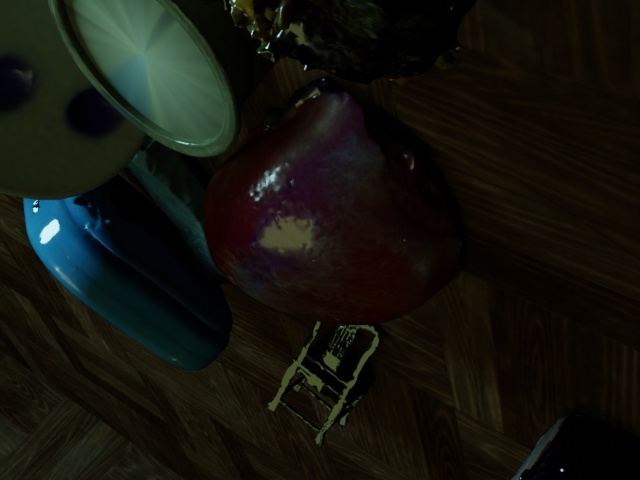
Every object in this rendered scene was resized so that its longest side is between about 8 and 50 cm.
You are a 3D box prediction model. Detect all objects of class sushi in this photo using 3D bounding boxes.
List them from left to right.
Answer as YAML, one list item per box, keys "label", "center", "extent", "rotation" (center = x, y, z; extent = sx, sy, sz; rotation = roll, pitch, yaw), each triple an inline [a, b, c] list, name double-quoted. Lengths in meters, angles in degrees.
- label: "sushi"
  center: [-0.033, -0.255, 0.719]
  extent: [0.348, 0.234, 0.207]
  rotation: [46, 155, 5]

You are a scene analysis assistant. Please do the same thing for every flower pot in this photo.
- label: "flower pot"
  center: [-0.092, -0.212, 0.891]
  extent: [0.212, 0.202, 0.212]
  rotation: [35, 154, 20]

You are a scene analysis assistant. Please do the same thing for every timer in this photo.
- label: "timer"
  center: [-0.269, 0.022, 1.459]
  extent: [0.340, 0.115, 0.309]
  rotation: [42, -172, -32]

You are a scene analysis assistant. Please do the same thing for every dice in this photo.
- label: "dice"
  center: [-0.338, -0.199, 1.118]
  extent: [0.251, 0.243, 0.259]
  rotation: [13, -159, -40]

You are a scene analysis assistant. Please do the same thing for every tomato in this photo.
- label: "tomato"
  center: [0.000, 0.002, 1.130]
  extent: [0.289, 0.176, 0.335]
  rotation: [46, 153, -13]

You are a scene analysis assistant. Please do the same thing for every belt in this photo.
- label: "belt"
  center: [-0.199, -0.061, 1.412]
  extent: [0.302, 0.087, 0.072]
  rotation: [50, 163, -15]

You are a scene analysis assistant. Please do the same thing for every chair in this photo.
- label: "chair"
  center: [0.026, 0.177, 1.485]
  extent: [0.106, 0.113, 0.229]
  rotation: [36, 116, 14]

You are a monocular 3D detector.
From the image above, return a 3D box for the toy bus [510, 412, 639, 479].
- label: "toy bus"
  center: [0.366, 0.334, 1.175]
  extent: [0.302, 0.127, 0.147]
  rotation: [38, 159, 6]
